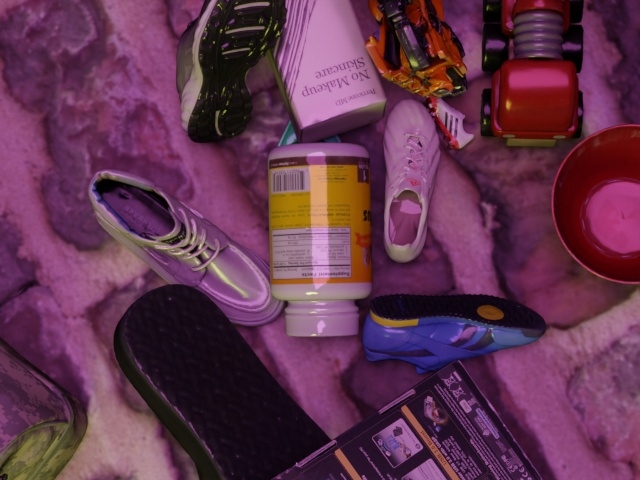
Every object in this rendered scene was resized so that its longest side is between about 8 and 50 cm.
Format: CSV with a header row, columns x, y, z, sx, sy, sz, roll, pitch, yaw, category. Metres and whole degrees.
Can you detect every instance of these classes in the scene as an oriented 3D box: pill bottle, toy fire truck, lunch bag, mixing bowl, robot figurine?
x,y,z,sx,sy,sz,roll,pitch,yaw,category
0.000,0.000,1.823,0.117,0.117,0.215,-1,89,3,pill bottle
0.263,-0.232,1.798,0.159,0.246,0.217,2,80,4,toy fire truck
-0.436,0.177,1.760,0.305,0.256,0.212,39,84,9,lunch bag
0.349,-0.034,1.834,0.181,0.098,0.181,0,81,2,mixing bowl
0.086,-0.291,1.852,0.085,0.211,0.291,-22,74,20,robot figurine

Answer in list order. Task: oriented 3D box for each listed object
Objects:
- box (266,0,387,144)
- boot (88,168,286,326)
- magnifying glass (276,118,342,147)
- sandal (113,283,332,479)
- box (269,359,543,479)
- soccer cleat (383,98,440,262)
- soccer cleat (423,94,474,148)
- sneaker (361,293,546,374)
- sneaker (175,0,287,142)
x,y,z,sx,sy,sz,roll,pitch,yaw,category
-0.019,-0.259,1.869,0.113,0.094,0.275,-20,81,-4,box
-0.157,0.010,1.841,0.258,0.123,0.095,31,83,8,boot
-0.013,-0.148,1.911,0.092,0.026,0.231,-1,79,3,magnifying glass
-0.074,0.250,1.802,0.168,0.107,0.445,-26,74,-29,sandal
0.134,0.367,1.712,0.318,0.097,0.395,-30,80,-34,box
0.104,-0.073,1.865,0.068,0.076,0.196,3,80,3,soccer cleat
0.150,-0.147,1.902,0.036,0.029,0.083,-27,83,-11,soccer cleat
0.151,0.110,1.846,0.209,0.069,0.082,1,117,-7,sneaker
-0.116,-0.227,1.819,0.100,0.271,0.108,-9,59,-26,sneaker
